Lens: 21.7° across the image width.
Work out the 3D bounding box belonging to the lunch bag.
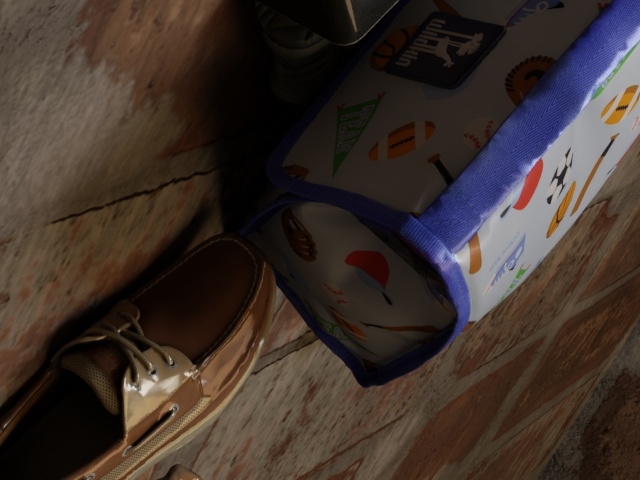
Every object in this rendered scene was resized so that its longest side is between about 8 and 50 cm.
[{"bbox_3d":[0.116,-0.077,1.375,0.328,0.239,0.385,-48,-176,-16],"label":"lunch bag"}]

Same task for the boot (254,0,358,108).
[{"bbox_3d":[0.036,-0.221,1.295,0.246,0.083,0.161,-48,171,-8],"label":"boot"}]

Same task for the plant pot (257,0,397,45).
[{"bbox_3d":[-0.009,-0.260,0.951,0.187,0.188,0.167,-47,147,-19],"label":"plant pot"}]

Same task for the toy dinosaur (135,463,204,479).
[{"bbox_3d":[-0.209,0.253,1.462,0.295,0.127,0.200,-59,155,-1],"label":"toy dinosaur"}]

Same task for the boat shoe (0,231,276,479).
[{"bbox_3d":[-0.156,0.118,1.345,0.324,0.123,0.116,-51,159,-14],"label":"boat shoe"}]
